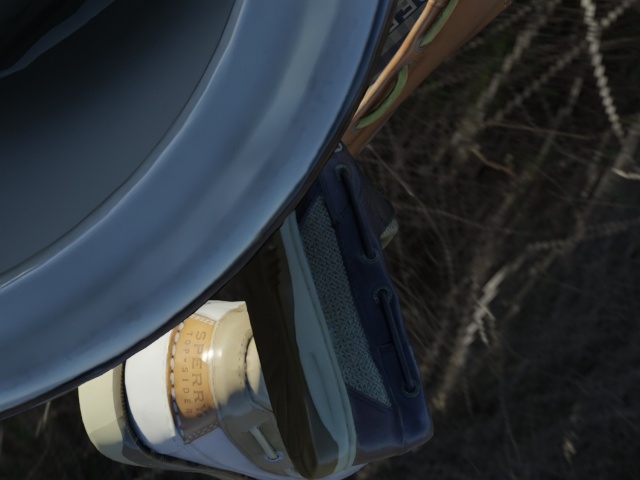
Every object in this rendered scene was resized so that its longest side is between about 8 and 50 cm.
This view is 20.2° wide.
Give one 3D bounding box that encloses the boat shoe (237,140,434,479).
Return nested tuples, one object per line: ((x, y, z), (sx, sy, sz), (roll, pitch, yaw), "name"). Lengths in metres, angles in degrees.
((0.000, 0.000, 0.577), (0.049, 0.056, 0.152), (-6, 74, -19), "boat shoe")

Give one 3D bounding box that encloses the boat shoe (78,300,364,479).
((-0.006, 0.086, 0.989), (0.103, 0.302, 0.113), (-6, 85, 27), "boat shoe")

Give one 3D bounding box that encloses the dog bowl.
((-0.175, -0.140, 0.448), (0.407, 0.150, 0.408), (3, 128, 4), "dog bowl")

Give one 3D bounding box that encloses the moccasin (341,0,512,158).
((-0.030, -0.087, 1.207), (0.380, 0.147, 0.139), (-36, 79, 21), "moccasin")
